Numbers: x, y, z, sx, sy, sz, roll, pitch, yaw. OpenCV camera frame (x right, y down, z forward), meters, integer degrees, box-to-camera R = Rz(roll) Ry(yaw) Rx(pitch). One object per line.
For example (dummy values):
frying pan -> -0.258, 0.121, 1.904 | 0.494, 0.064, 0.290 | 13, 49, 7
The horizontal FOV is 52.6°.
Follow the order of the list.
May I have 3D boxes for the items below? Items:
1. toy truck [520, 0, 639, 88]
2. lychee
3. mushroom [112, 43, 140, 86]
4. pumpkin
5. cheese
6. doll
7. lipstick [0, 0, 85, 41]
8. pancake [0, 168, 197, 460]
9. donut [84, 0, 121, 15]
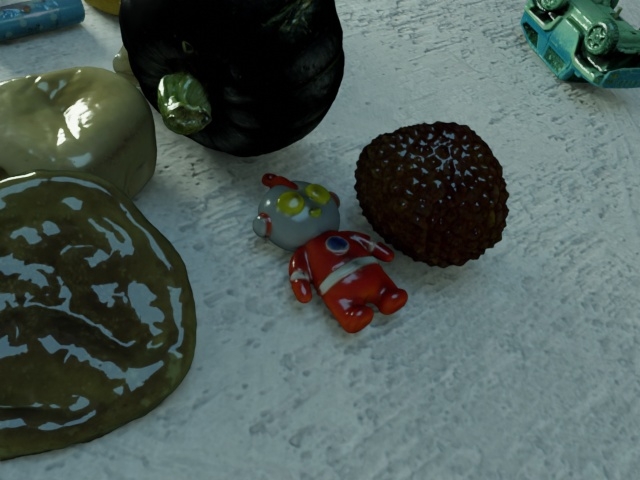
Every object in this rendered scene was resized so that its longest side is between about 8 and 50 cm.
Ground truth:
toy truck -> 0.514, -0.394, 1.240 | 0.155, 0.156, 0.278 | -7, 51, -22
lychee -> 0.140, -0.051, 0.807 | 0.188, 0.188, 0.188 | 9, 47, -9
mushroom -> -0.214, -0.324, 1.002 | 0.096, 0.099, 0.278 | 26, 50, 22
pumpkin -> -0.127, -0.222, 0.804 | 0.296, 0.295, 0.295 | 9, 47, -9
cheese -> -0.305, -0.114, 0.757 | 0.218, 0.117, 0.235 | 8, 47, -8
doll -> 0.000, 0.000, 0.778 | 0.142, 0.076, 0.245 | -20, 61, -32
lipstick -> -0.434, -0.332, 0.966 | 0.158, 0.048, 0.048 | -31, 63, -36
pancake -> -0.266, 0.062, 0.608 | 0.295, 0.049, 0.294 | 5, 70, -15
donut -> -0.308, -0.472, 1.092 | 0.278, 0.108, 0.277 | 9, 47, -10
